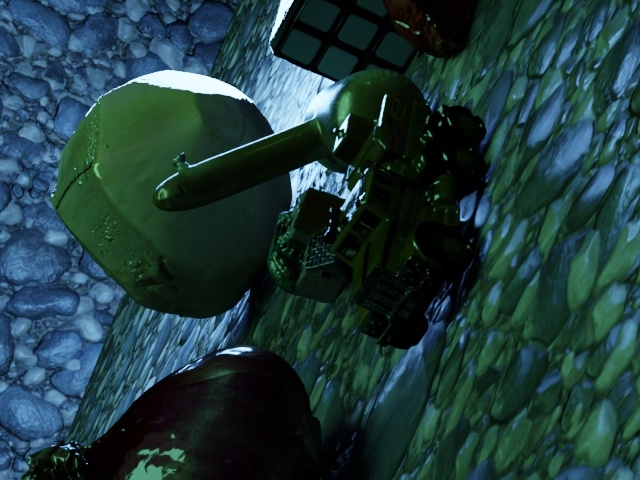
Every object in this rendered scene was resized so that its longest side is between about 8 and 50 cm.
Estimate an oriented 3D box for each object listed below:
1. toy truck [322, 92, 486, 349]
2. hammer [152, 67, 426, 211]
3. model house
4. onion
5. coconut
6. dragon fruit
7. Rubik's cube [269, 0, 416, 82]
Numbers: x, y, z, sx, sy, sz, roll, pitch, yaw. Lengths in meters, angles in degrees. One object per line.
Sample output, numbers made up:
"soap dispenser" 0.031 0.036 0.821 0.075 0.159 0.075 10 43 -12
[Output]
"toy truck" 0.072 -0.027 1.749 0.127 0.127 0.257 -55 19 37
"hammer" -0.042 -0.095 2.071 0.202 0.305 0.113 159 91 -77
"model house" 0.000 0.000 2.107 0.100 0.088 0.100 127 160 -52
"onion" -0.145 0.253 1.771 0.347 0.285 0.347 -160 90 -89
"coconut" -0.193 -0.066 2.581 0.352 0.352 0.352 -61 12 23
"dragon fruit" 0.103 -0.265 2.110 0.127 0.120 0.161 120 164 -53
"Rubik's cube" 0.046 -0.294 2.316 0.160 0.163 0.162 -58 15 34
